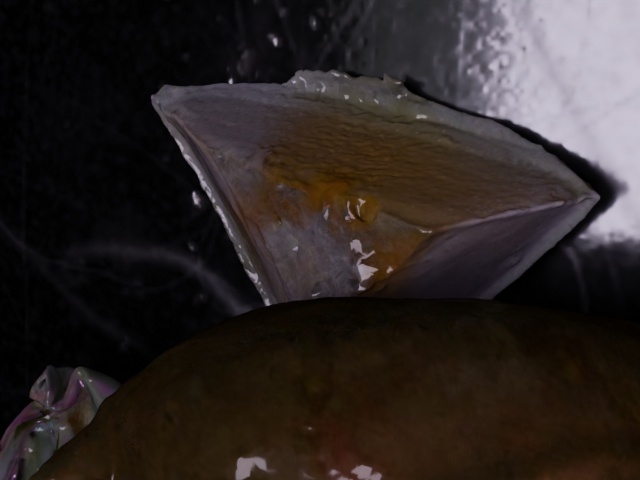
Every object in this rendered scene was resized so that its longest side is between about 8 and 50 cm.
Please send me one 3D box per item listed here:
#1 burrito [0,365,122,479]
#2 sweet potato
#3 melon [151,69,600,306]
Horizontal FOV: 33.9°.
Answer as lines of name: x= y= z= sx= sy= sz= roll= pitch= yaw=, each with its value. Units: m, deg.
burrito: x=-0.025 y=0.161 z=0.482 sx=0.309 sy=0.066 sz=0.096 roll=31 pitch=106 yaw=17
sweet potato: x=0.120 y=0.091 z=0.346 sx=0.423 sy=0.130 sz=0.130 roll=8 pitch=100 yaw=3
melon: x=0.001 y=0.003 z=0.439 sx=0.203 sy=0.093 sz=0.139 roll=19 pitch=112 yaw=28
